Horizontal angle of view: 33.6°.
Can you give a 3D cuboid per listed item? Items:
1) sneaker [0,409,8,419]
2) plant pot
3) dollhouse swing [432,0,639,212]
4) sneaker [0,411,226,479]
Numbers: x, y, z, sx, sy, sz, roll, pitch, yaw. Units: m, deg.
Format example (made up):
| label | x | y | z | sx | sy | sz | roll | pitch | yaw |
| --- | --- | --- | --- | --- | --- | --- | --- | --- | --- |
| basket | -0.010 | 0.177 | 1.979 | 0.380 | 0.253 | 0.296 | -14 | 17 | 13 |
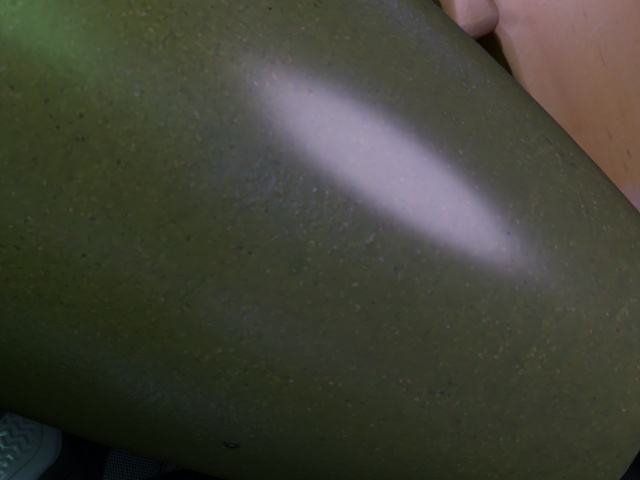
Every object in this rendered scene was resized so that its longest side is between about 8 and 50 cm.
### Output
| label | x | y | z | sx | sy | sz | roll | pitch | yaw |
| --- | --- | --- | --- | --- | --- | --- | --- | --- | --- |
| sneaker | -0.204 | 0.166 | 0.611 | 0.089 | 0.051 | 0.170 | -15 | 63 | -2 |
| plant pot | 0.000 | 0.000 | 0.467 | 0.294 | 0.275 | 0.274 | 29 | 69 | 1 |
| dollhouse swing | 0.187 | -0.189 | 0.689 | 0.347 | 0.305 | 0.315 | -31 | 30 | -10 |
| sneaker | -0.075 | 0.107 | 0.600 | 0.153 | 0.101 | 0.268 | 37 | 53 | 3 |
